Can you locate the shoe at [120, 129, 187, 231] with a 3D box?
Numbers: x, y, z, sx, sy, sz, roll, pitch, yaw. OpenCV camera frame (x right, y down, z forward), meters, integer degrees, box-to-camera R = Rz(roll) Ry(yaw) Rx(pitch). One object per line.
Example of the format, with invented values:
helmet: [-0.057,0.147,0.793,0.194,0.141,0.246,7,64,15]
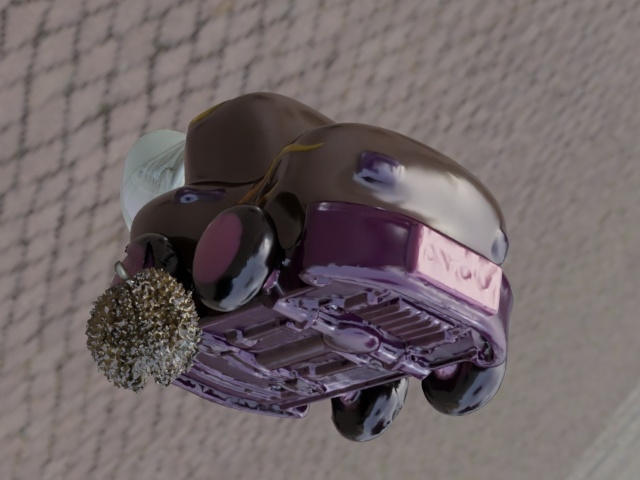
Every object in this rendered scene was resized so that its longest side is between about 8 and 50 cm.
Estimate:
shoe: [-0.134,-0.054,1.717,0.132,0.363,0.160,-26,129,-14]

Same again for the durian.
durian: [-0.120,0.057,1.088,0.080,0.091,0.080,-27,176,-2]

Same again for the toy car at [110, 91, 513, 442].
toy car: [0.000,0.000,1.274,0.271,0.240,0.341,28,150,-34]
